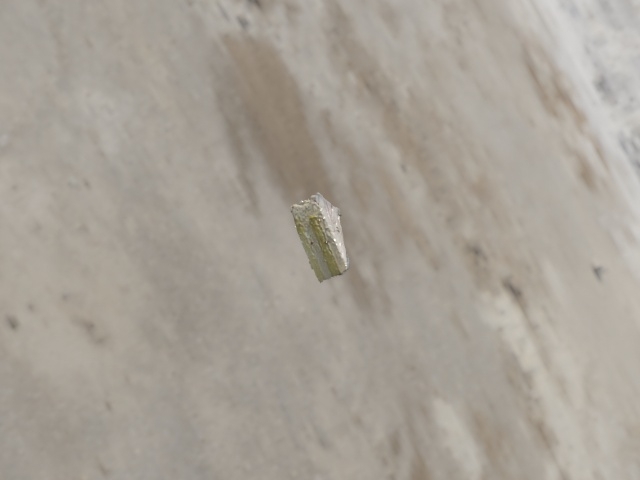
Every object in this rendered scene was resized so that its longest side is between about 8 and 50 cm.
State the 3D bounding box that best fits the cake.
[{"bbox_3d":[0.000,0.000,1.978,0.065,0.052,0.121,47,22,-39],"label":"cake"}]
